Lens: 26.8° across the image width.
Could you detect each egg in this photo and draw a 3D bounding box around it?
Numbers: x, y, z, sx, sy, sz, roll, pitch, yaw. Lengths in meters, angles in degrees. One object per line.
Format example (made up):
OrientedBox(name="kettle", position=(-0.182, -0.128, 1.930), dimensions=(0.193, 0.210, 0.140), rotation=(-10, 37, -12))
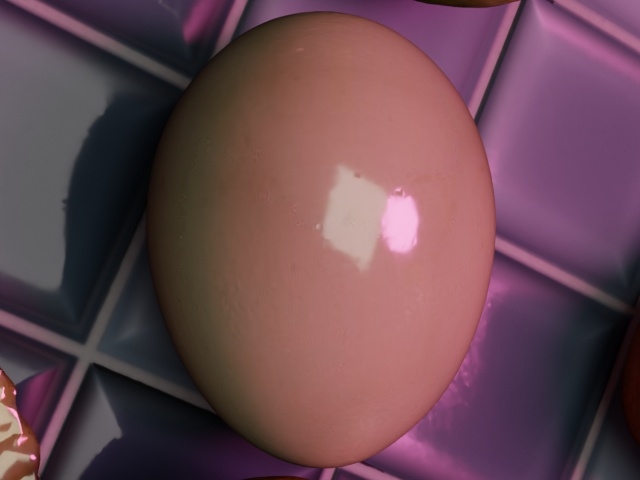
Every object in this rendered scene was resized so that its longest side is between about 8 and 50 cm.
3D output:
OrientedBox(name="egg", position=(0.000, 0.000, 0.718), dimensions=(0.186, 0.186, 0.241), rotation=(-3, 100, -23))

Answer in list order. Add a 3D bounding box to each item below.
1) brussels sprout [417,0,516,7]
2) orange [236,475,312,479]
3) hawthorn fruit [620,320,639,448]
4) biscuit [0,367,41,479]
OrientedBox(name="brussels sprout", position=(0.090, -0.250, 0.755), dimensions=(0.244, 0.244, 0.244), rotation=(0, 89, -23))
OrientedBox(name="orange", position=(-0.022, 0.244, 0.667), dimensions=(0.264, 0.264, 0.264), rotation=(0, 89, -23))
OrientedBox(name="hawthorn fruit", position=(0.300, 0.083, 0.807), dimensions=(0.199, 0.251, 0.199), rotation=(2, 79, -12))
OrientedBox(name="biscuit", position=(-0.249, 0.111, 0.693), dimensions=(0.273, 0.036, 0.187), rotation=(42, 75, -16))
